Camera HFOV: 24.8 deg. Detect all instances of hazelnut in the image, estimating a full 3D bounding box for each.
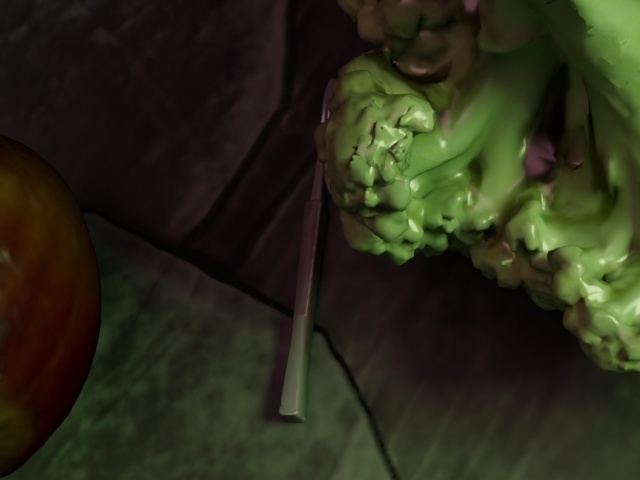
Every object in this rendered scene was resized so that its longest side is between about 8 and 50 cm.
[{"bbox_3d":[-0.224,0.028,0.738,0.229,0.229,0.229,-8,64,17],"label":"hazelnut"}]

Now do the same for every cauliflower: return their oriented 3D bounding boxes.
[{"bbox_3d":[0.101,-0.097,0.626,0.260,0.281,0.327,-45,51,30],"label":"cauliflower"}]

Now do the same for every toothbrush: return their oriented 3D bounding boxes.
[{"bbox_3d":[-0.002,0.000,0.764,0.017,0.014,0.194,1,66,21],"label":"toothbrush"}]
